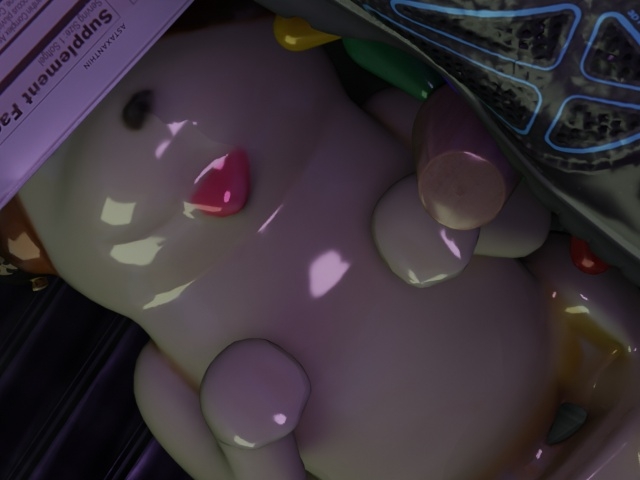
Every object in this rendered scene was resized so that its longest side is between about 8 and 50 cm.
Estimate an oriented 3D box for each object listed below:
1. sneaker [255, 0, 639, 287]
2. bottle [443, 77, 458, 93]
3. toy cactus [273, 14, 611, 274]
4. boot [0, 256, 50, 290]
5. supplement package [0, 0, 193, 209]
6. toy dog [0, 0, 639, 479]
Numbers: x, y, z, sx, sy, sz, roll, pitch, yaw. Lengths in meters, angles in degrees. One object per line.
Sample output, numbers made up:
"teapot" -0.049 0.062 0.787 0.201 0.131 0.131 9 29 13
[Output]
"sneaker" 0.096 -0.073 0.526 0.341 0.125 0.139 28 166 0
"bottle" 0.178 -0.040 0.680 0.283 0.118 0.092 34 150 -13
"toy cactus" 0.059 -0.055 0.742 0.219 0.112 0.180 47 -155 -12
"boot" -0.117 -0.010 1.366 0.284 0.138 0.377 0 165 39
"supplement package" -0.193 -0.170 0.737 0.263 0.198 0.199 47 163 -22
"toy dog" 0.000 0.000 1.030 0.408 0.284 0.395 42 -167 -24
